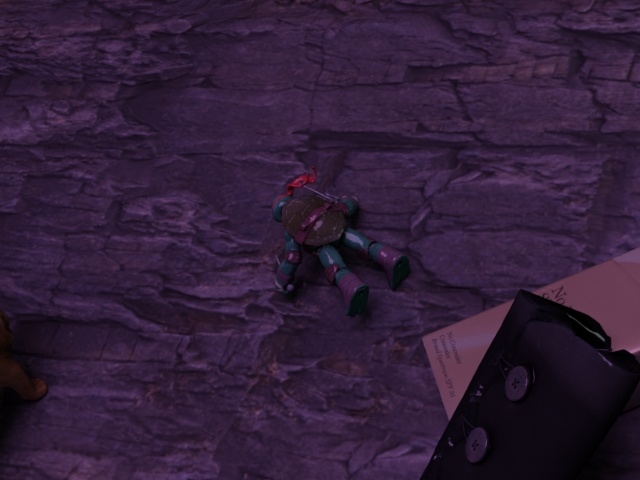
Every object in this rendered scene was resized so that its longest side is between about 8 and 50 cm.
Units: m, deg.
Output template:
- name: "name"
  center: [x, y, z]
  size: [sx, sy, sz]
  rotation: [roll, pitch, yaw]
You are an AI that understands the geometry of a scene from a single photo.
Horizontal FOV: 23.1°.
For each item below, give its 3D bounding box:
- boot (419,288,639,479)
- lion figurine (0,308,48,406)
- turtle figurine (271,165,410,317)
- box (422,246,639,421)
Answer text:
- name: "boot"
  center: [0.211, 0.309, 1.654]
  size: [0.445, 0.146, 0.367]
  rotation: [-56, 35, 7]
- name: "lion figurine"
  center: [-0.495, 0.233, 2.104]
  size: [0.142, 0.240, 0.392]
  rotation: [-9, 55, 19]
- name: "turtle figurine"
  center: [0.000, 0.000, 2.126]
  size: [0.175, 0.118, 0.234]
  rotation: [-46, 57, -10]
- name: "box"
  center: [0.298, 0.138, 1.879]
  size: [0.311, 0.121, 0.148]
  rotation: [-24, 51, 8]
